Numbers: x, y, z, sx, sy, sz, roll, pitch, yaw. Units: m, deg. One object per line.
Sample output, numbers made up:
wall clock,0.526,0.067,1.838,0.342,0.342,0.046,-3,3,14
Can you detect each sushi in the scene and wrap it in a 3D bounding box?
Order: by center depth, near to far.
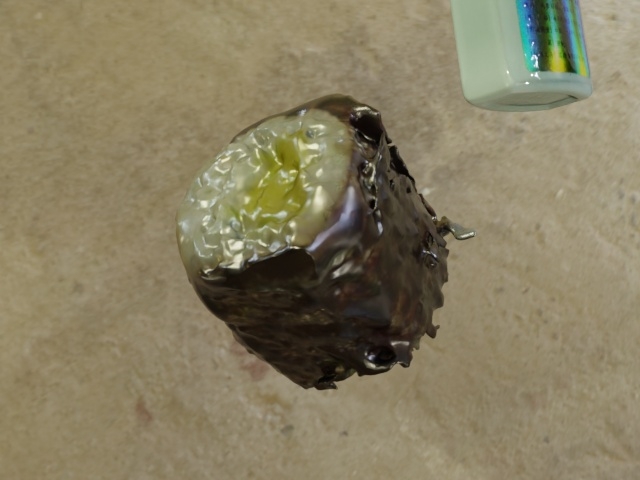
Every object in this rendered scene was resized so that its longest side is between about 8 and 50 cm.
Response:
sushi,0.000,0.001,1.327,0.281,0.299,0.294,0,144,39

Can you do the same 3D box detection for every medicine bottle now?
medicine bottle,0.156,-0.224,0.865,0.083,0.121,0.229,-11,84,48
